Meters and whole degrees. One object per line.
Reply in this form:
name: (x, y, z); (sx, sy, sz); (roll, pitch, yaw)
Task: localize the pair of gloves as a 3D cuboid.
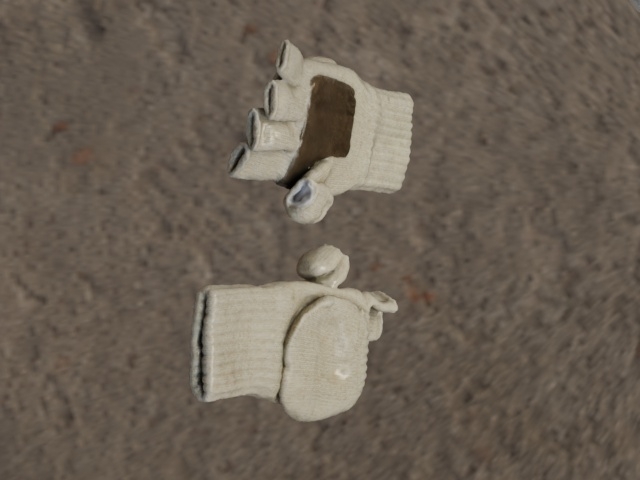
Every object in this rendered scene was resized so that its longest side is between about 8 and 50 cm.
pair of gloves: (0.000, 0.000, 1.173); (0.042, 0.204, 0.240); (8, 85, 33)

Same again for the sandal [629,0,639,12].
sandal: (0.261, -0.264, 0.994); (0.169, 0.416, 0.102); (-19, 116, 47)
